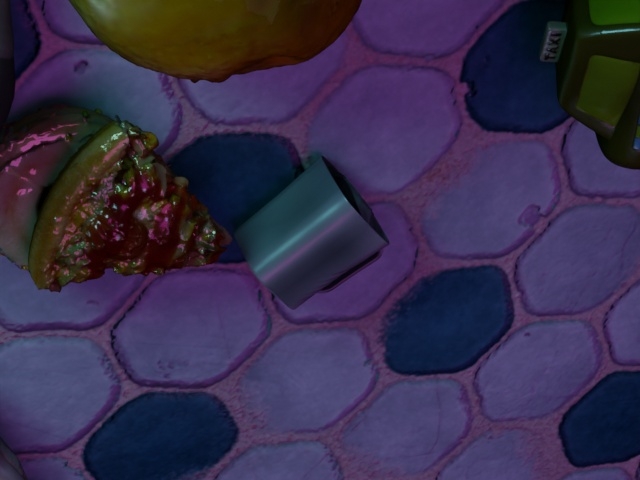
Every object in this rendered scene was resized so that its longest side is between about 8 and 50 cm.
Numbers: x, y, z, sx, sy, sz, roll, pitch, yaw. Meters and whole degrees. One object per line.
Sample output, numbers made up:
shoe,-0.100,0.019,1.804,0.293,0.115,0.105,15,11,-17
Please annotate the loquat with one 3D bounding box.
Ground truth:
loquat,-0.086,-0.269,1.310,0.276,0.276,0.284,-5,124,-22

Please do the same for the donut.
donut,-0.241,-0.051,1.531,0.174,0.068,0.175,-11,128,-15

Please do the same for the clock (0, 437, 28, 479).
clock,-0.438,0.297,1.649,0.342,0.184,0.326,-34,128,-4

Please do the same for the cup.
cup,0.000,0.000,1.669,0.129,0.095,0.128,-37,135,9

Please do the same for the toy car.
toy car,0.315,-0.183,1.623,0.198,0.204,0.248,4,142,-1

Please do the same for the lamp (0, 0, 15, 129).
lamp,-0.318,-0.198,1.346,0.182,0.182,0.314,24,81,-37

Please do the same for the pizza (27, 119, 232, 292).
pizza,-0.159,-0.011,1.514,0.199,0.062,0.188,14,120,-33
